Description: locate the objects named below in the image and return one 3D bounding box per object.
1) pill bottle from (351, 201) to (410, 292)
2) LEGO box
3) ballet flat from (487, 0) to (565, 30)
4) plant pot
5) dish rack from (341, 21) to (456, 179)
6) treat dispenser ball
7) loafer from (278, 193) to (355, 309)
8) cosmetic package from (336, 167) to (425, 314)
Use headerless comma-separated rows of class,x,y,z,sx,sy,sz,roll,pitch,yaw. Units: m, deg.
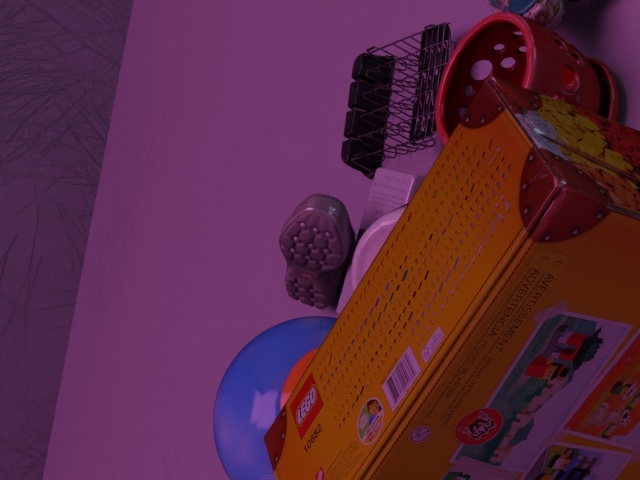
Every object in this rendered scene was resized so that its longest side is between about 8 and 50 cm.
pill bottle,0.167,0.018,1.606,0.169,0.301,0.169,5,103,24
LEGO box,0.225,0.128,1.377,0.500,0.372,0.193,-59,32,26
ballet flat,0.285,-0.315,1.747,0.091,0.077,0.241,-48,16,11
plant pot,0.268,-0.173,1.652,0.191,0.174,0.191,-35,47,50
dish rack,0.130,-0.220,2.033,0.271,0.074,0.208,-13,67,56
treat dispenser ball,-0.004,0.248,1.814,0.288,0.288,0.288,-35,48,50
loafer,0.000,0.000,2.019,0.319,0.112,0.111,104,-171,-66
cosmetic package,0.110,0.017,1.937,0.117,0.085,0.231,17,90,62
